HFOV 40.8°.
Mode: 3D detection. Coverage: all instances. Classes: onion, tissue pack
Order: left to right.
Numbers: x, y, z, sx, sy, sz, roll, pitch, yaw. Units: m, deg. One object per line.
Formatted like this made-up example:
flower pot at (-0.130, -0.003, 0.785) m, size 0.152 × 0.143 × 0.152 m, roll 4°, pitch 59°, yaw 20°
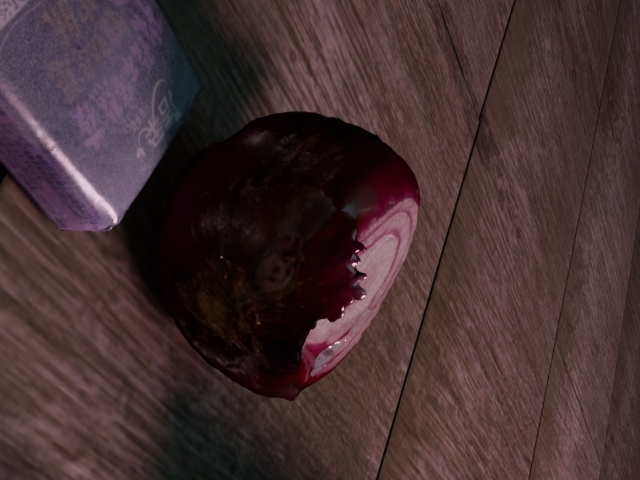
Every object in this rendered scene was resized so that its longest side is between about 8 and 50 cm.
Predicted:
tissue pack at (-0.125, -0.093, 0.407) m, size 0.156 × 0.051 × 0.112 m, roll 61°, pitch 42°, yaw -42°
onion at (-0.013, -0.009, 0.524) m, size 0.198 × 0.135 × 0.173 m, roll -41°, pitch 161°, yaw -56°
